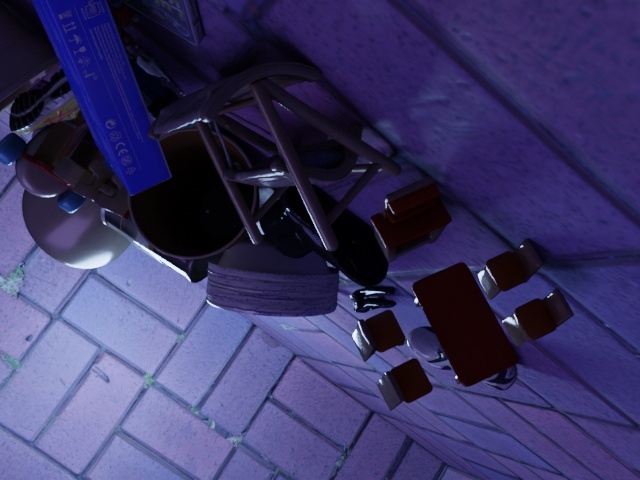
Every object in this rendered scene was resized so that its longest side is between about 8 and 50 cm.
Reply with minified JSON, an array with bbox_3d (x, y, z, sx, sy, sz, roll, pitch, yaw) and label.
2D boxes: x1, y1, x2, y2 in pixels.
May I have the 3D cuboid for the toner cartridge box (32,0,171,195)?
[{"bbox_3d":[-0.326,-0.248,1.039,0.165,0.075,0.348,48,158,41],"label":"toner cartridge box"}]

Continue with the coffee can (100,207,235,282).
[{"bbox_3d":[-0.367,-0.051,1.758,0.275,0.201,0.201,31,165,11],"label":"coffee can"}]

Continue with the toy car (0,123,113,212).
[{"bbox_3d":[-0.646,-0.218,1.720,0.219,0.210,0.238,43,173,-33],"label":"toy car"}]

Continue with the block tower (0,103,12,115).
[{"bbox_3d":[-0.874,-0.424,1.897,0.097,0.091,0.335,37,165,-11],"label":"block tower"}]

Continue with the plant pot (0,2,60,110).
[{"bbox_3d":[-0.711,-0.379,1.353,0.305,0.334,0.334,53,159,-20],"label":"plant pot"}]

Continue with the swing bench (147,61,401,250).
[{"bbox_3d":[-0.073,-0.130,0.995,0.254,0.165,0.253,47,162,-23],"label":"swing bench"}]

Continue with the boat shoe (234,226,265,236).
[{"bbox_3d":[-0.124,0.026,1.717,0.228,0.081,0.069,22,-176,2],"label":"boat shoe"}]

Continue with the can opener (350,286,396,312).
[{"bbox_3d":[0.120,0.126,1.589,0.186,0.073,0.059,152,103,-70],"label":"can opener"}]

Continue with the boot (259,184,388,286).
[{"bbox_3d":[0.000,0.000,1.344,0.246,0.094,0.207,43,161,-4],"label":"boot"}]

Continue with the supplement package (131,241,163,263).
[{"bbox_3d":[-0.429,-0.049,1.935,0.105,0.179,0.105,29,164,23],"label":"supplement package"}]

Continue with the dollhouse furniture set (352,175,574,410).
[{"bbox_3d":[0.164,0.062,0.945,0.135,0.262,0.259,94,151,-70],"label":"dollhouse furniture set"}]

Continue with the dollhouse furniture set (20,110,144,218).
[{"bbox_3d":[-0.438,-0.174,1.476,0.374,0.201,0.152,25,170,41],"label":"dollhouse furniture set"}]

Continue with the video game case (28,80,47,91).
[{"bbox_3d":[-0.606,-0.300,1.802,0.232,0.042,0.210,26,163,26],"label":"video game case"}]

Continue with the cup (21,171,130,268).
[{"bbox_3d":[-0.615,-0.112,1.972,0.331,0.331,0.237,41,139,-23],"label":"cup"}]

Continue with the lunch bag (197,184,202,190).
[{"bbox_3d":[-0.278,-0.144,1.544,0.065,0.067,0.098,38,166,-10],"label":"lunch bag"}]

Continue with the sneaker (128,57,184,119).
[{"bbox_3d":[-0.314,-0.263,1.226,0.083,0.071,0.191,17,166,47],"label":"sneaker"}]

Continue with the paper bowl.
[{"bbox_3d":[-0.100,0.069,1.537,0.284,0.148,0.284,3,-176,0],"label":"paper bowl"}]

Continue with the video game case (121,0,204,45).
[{"bbox_3d":[-0.244,-0.351,0.930,0.190,0.022,0.173,32,165,9],"label":"video game case"}]

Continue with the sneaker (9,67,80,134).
[{"bbox_3d":[-0.528,-0.262,1.423,0.094,0.208,0.081,30,-139,-61],"label":"sneaker"}]

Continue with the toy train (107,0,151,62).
[{"bbox_3d":[-0.331,-0.331,1.126,0.125,0.046,0.166,32,164,11],"label":"toy train"}]

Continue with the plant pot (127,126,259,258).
[{"bbox_3d":[-0.216,-0.072,1.393,0.237,0.237,0.254,32,178,8],"label":"plant pot"}]

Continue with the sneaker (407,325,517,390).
[{"bbox_3d":[0.278,0.215,1.429,0.235,0.094,0.153,27,162,25],"label":"sneaker"}]

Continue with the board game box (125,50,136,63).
[{"bbox_3d":[-0.409,-0.325,1.345,0.136,0.030,0.260,39,164,-8],"label":"board game box"}]
